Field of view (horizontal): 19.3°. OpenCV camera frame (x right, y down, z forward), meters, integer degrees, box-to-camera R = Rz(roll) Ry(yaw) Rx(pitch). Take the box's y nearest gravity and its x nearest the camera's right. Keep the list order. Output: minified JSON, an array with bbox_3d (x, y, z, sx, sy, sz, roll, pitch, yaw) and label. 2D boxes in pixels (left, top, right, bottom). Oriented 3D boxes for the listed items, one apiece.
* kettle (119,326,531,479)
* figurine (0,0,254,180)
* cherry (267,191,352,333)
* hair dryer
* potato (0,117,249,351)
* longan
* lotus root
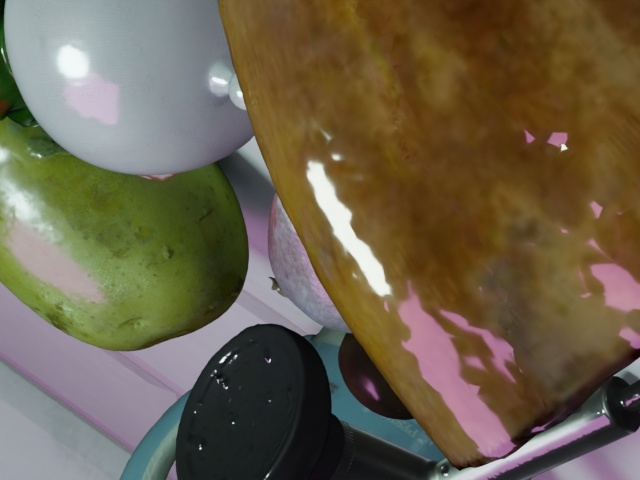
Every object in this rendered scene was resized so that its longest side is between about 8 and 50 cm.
[{"bbox_3d":[-0.022,0.259,1.766,0.319,0.342,0.247,35,164,10],"label":"kettle"},{"bbox_3d":[-0.177,-0.130,1.230,0.370,0.167,0.281,2,138,27],"label":"figurine"},{"bbox_3d":[-0.005,-0.002,1.445,0.148,0.115,0.188,24,-178,-43],"label":"cherry"},{"bbox_3d":[0.093,0.134,1.469,0.320,0.284,0.155,19,-144,-28],"label":"hair dryer"},{"bbox_3d":[-0.200,-0.034,1.593,0.304,0.216,0.216,38,163,-11],"label":"potato"},{"bbox_3d":[0.076,0.102,1.565,0.119,0.106,0.106,26,160,19],"label":"longan"},{"bbox_3d":[0.115,-0.101,0.772,0.250,0.316,0.316,56,162,0],"label":"lotus root"}]
